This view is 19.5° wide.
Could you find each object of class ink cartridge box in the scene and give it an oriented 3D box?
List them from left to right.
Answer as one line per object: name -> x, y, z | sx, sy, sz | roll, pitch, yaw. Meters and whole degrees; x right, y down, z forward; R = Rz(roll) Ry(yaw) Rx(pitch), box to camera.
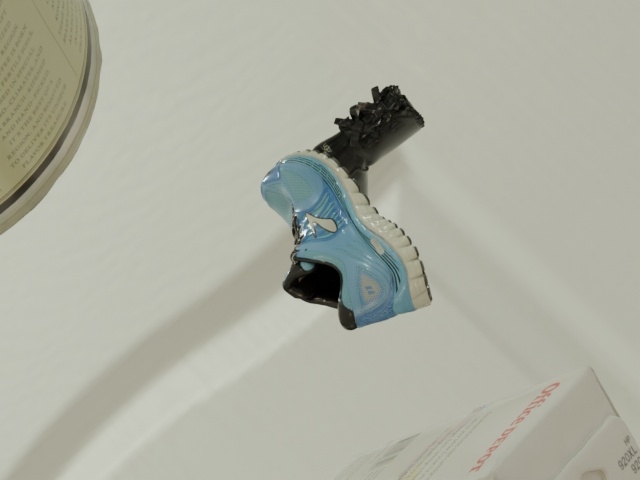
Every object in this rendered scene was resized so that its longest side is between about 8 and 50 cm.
ink cartridge box -> 0.106, 0.224, 1.287 | 0.233, 0.168, 0.171 | -27, 6, 38

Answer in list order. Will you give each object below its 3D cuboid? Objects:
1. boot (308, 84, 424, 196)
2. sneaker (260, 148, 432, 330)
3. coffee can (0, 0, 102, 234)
boot -> 0.041, -0.074, 1.520 | 0.099, 0.045, 0.121 | -39, -24, 3
sneaker -> 0.000, 0.000, 1.161 | 0.073, 0.162, 0.063 | -30, -49, -14
coffee can -> -0.226, -0.130, 0.762 | 0.201, 0.201, 0.275 | -41, -29, -10
